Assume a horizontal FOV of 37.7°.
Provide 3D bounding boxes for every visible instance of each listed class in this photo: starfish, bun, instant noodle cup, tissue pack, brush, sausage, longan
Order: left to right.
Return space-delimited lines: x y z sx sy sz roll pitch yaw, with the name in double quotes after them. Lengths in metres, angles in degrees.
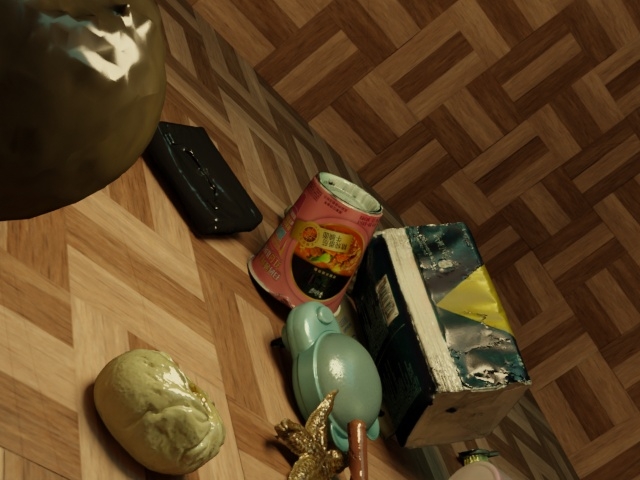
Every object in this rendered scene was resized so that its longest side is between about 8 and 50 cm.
-0.383 -0.222 1.131 0.404 0.404 0.436 51 10 -7 "longan"
-0.198 0.215 1.206 0.188 0.111 0.164 47 11 -7 "bun"
0.000 0.000 1.983 0.243 0.255 0.244 27 20 -10 "instant noodle cup"
0.002 0.368 1.560 0.236 0.062 0.277 54 25 -19 "starfish"
0.064 0.381 1.589 0.042 0.036 0.158 30 49 -45 "sausage"
0.242 0.200 1.990 0.264 0.253 0.417 107 -26 -49 "tissue pack"
0.427 0.583 2.469 0.297 0.068 0.060 28 47 -64 "brush"

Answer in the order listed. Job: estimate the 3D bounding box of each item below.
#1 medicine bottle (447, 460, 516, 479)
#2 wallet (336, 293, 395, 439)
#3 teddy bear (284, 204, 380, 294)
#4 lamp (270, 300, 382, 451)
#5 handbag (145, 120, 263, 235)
0.391 0.606 1.887 0.302 0.241 0.241 38 17 -17 "medicine bottle"
0.091 0.274 2.091 0.310 0.077 0.223 55 17 2 "wallet"
0.079 0.034 2.496 0.357 0.224 0.368 -33 101 -78 "teddy bear"
0.021 0.250 1.763 0.284 0.147 0.209 55 20 19 "lamp"
-0.252 -0.125 1.948 0.275 0.088 0.244 58 17 8 "handbag"
